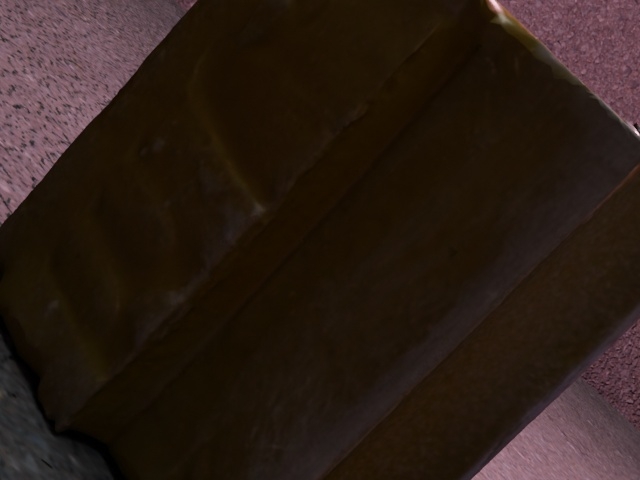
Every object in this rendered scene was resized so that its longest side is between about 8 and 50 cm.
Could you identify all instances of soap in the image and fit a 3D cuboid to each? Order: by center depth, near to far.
[{"bbox_3d":[0.000,0.000,0.599,0.143,0.281,0.259,29,18,-53],"label":"soap"}]
